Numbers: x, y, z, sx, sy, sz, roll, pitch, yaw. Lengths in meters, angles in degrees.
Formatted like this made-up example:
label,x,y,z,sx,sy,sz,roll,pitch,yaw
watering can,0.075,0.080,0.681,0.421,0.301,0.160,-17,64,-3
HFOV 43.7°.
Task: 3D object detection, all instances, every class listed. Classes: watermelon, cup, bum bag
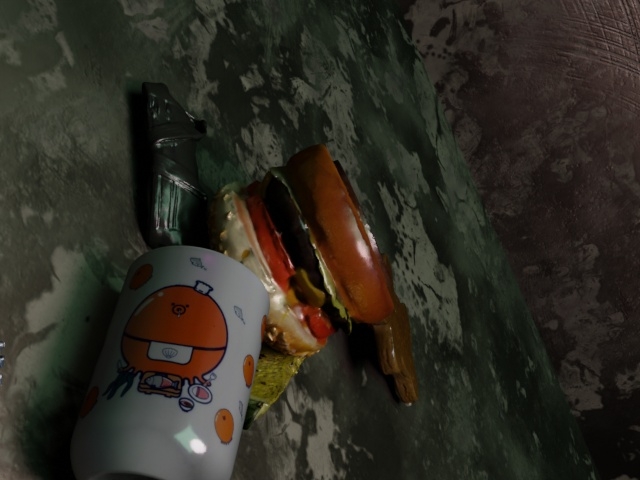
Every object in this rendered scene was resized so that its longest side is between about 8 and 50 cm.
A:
label,x,y,z,sx,sy,sz,roll,pitch,yaw
watermelon,-0.105,0.224,1.284,0.301,0.129,0.123,-44,116,-76
cup,-0.196,0.194,1.060,0.212,0.212,0.317,48,36,-36
bum bag,-0.237,-0.119,1.332,0.142,0.079,0.326,21,56,-52

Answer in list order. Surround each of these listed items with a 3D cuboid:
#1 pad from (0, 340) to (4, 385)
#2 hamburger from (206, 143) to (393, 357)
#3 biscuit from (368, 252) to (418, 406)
label,x,y,z,sx,sy,sz,roll,pitch,yaw
pad,-0.427,0.218,0.760,0.269,0.012,0.269,20,71,-57
hamburger,-0.035,0.024,1.328,0.330,0.250,0.330,-22,90,-88
biscuit,0.136,0.171,1.743,0.432,0.064,0.283,59,23,-56
